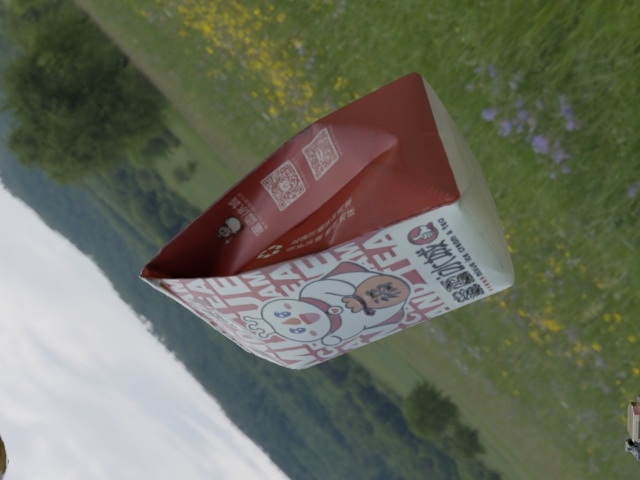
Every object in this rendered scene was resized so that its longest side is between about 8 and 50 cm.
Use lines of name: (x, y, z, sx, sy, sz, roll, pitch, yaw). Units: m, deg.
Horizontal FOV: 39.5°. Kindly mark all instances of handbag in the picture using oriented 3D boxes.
handbag: (0.000, 0.000, 0.788, 0.171, 0.298, 0.151, 46, -152, -50)

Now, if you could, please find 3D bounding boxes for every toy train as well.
toy train: (0.449, 0.238, 1.102, 0.137, 0.087, 0.050, 1, -173, 9)

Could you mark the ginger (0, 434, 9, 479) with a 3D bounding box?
ginger: (-0.179, 0.137, 0.410, 0.067, 0.096, 0.165, 22, 147, -5)
